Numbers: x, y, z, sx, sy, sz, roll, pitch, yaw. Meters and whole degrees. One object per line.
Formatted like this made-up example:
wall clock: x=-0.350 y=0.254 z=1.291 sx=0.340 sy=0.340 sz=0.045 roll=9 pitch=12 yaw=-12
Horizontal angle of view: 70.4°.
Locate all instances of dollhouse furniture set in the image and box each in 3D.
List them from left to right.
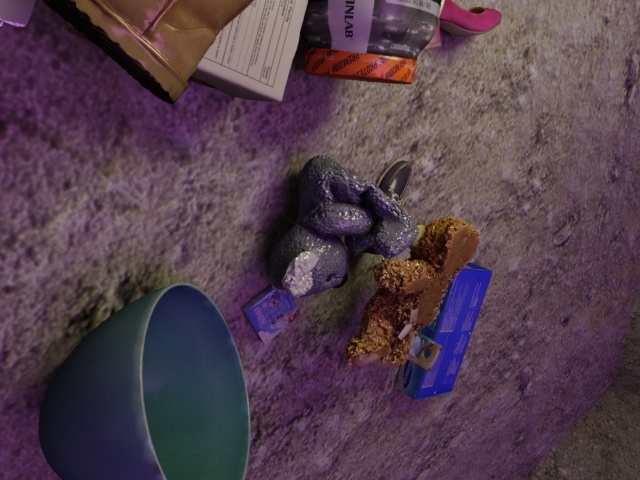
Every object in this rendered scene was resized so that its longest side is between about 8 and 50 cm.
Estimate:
dollhouse furniture set: x=0.212 y=0.169 z=1.014 sx=0.129 sy=0.128 sz=0.184 roll=33 pitch=86 yaw=-42

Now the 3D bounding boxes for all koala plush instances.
koala plush: x=0.000 y=0.000 z=0.744 sx=0.203 sy=0.196 sz=0.221 roll=42 pitch=82 yaw=-13

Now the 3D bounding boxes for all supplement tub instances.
supplement tub: x=0.072 y=-0.398 z=0.618 sx=0.207 sy=0.207 sz=0.339 roll=-8 pitch=112 yaw=-37

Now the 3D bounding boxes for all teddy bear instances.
teddy bear: x=0.153 y=0.097 z=0.838 sx=0.244 sy=0.113 sz=0.338 roll=2 pitch=116 yaw=-44

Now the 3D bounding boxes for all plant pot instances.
plant pot: x=-0.239 y=0.222 z=0.602 sx=0.195 sy=0.290 sz=0.291 roll=-17 pitch=125 yaw=7

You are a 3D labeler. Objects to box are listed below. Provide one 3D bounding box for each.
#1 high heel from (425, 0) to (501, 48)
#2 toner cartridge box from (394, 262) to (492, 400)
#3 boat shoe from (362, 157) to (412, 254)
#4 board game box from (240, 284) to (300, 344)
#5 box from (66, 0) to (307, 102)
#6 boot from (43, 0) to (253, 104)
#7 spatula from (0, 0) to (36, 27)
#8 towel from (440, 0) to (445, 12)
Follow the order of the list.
high heel: x=0.251 y=-0.438 z=0.843 sx=0.243 sy=0.082 sz=0.117 roll=-23 pitch=118 yaw=-22
toner cartridge box: x=0.314 y=0.224 z=1.157 sx=0.165 sy=0.075 sz=0.348 roll=8 pitch=102 yaw=-40
boat shoe: x=0.138 y=-0.064 z=0.902 sx=0.075 sy=0.064 sz=0.206 roll=30 pitch=87 yaw=-42
board game box: x=-0.088 y=0.129 z=0.827 sx=0.090 sy=0.020 sz=0.090 roll=-37 pitch=127 yaw=-20
box: x=-0.151 y=-0.275 z=0.539 sx=0.232 sy=0.126 sz=0.149 roll=10 pitch=99 yaw=-41
boot: x=-0.137 y=-0.299 z=0.405 sx=0.270 sy=0.089 sz=0.236 roll=-57 pitch=141 yaw=-8
spatula: x=-0.396 y=-0.214 z=0.438 sx=0.168 sy=0.019 sz=0.242 roll=21 pitch=93 yaw=-43
towel: x=0.158 y=-0.430 z=0.757 sx=0.023 sy=0.113 sz=0.152 roll=-33 pitch=141 yaw=-81
